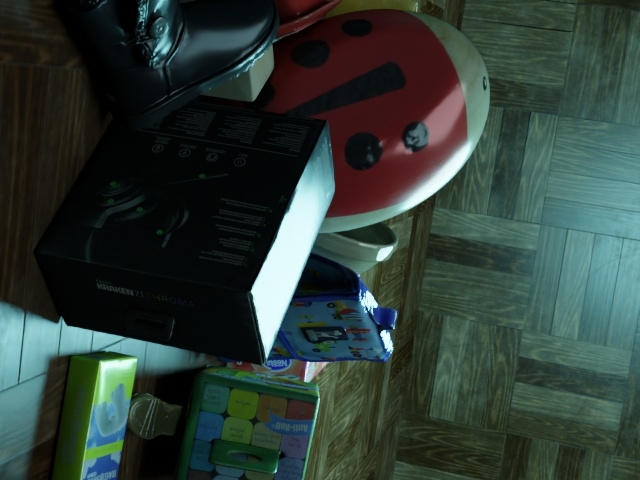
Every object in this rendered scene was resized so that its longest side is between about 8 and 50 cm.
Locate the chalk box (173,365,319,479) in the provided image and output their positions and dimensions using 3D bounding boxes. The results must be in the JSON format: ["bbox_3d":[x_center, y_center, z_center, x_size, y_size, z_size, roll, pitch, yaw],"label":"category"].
[{"bbox_3d":[-0.102,0.284,1.640,0.289,0.180,0.179,119,-18,-86],"label":"chalk box"}]

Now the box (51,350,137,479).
[{"bbox_3d":[-0.269,0.224,1.363,0.109,0.042,0.178,10,89,-75],"label":"box"}]

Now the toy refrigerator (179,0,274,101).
[{"bbox_3d":[-0.126,-0.314,1.432,0.094,0.102,0.270,-65,159,-45],"label":"toy refrigerator"}]

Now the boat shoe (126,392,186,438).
[{"bbox_3d":[-0.231,0.230,1.530,0.153,0.048,0.056,23,82,-69],"label":"boat shoe"}]

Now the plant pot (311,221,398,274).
[{"bbox_3d":[0.000,0.000,1.897,0.110,0.237,0.237,-67,169,16],"label":"plant pot"}]

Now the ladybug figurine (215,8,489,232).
[{"bbox_3d":[0.045,-0.180,1.605,0.305,0.449,0.162,60,-16,9],"label":"ladybug figurine"}]

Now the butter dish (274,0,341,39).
[{"bbox_3d":[-0.073,-0.338,1.583,0.160,0.160,0.118,-43,115,-59],"label":"butter dish"}]

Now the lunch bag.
[{"bbox_3d":[-0.030,0.091,1.647,0.221,0.293,0.138,65,37,-56],"label":"lunch bag"}]

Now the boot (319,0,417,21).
[{"bbox_3d":[0.052,-0.398,1.832,0.104,0.211,0.295,-53,149,-62],"label":"boot"}]

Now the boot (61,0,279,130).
[{"bbox_3d":[-0.153,-0.255,1.248,0.246,0.094,0.207,-38,150,-19],"label":"boot"}]

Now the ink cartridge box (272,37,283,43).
[{"bbox_3d":[-0.048,-0.383,1.726,0.145,0.045,0.179,7,112,-51],"label":"ink cartridge box"}]

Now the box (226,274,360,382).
[{"bbox_3d":[-0.040,0.127,1.968,0.300,0.142,0.154,-34,132,-70],"label":"box"}]

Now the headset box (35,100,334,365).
[{"bbox_3d":[-0.142,-0.014,1.281,0.131,0.246,0.283,83,22,-48],"label":"headset box"}]
